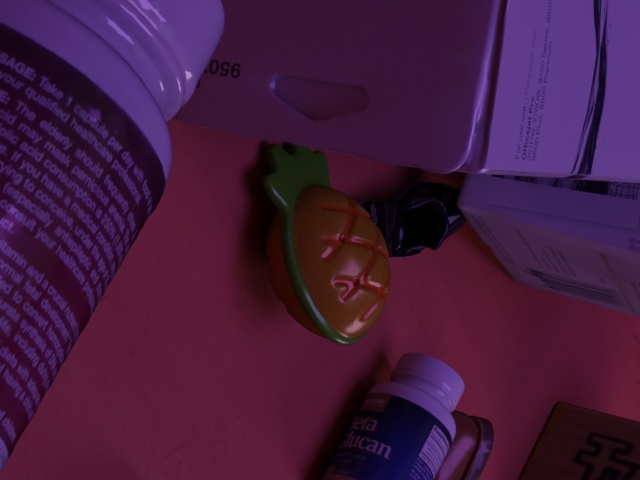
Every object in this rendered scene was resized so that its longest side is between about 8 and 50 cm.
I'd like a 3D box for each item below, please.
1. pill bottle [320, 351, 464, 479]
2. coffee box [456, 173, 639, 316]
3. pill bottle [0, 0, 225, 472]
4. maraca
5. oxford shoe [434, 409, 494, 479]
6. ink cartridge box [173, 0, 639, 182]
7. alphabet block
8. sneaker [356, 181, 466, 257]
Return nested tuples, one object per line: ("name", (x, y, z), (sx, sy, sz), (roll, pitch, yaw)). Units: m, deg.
("pill bottle", (0.070, 0.193, 1.873), (0.169, 0.094, 0.094), (-60, 145, -27))
("coffee box", (0.371, -0.104, 1.959), (0.337, 0.338, 0.334), (43, 64, -70))
("pill bottle", (-0.227, -0.020, 1.192), (0.392, 0.224, 0.224), (-62, 146, -23))
("maraca", (0.000, 0.000, 1.693), (0.127, 0.099, 0.185), (-31, 102, -62))
("oxford shoe", (0.100, 0.269, 1.994), (0.076, 0.076, 0.212), (22, 84, -28))
("ink cartridge box", (0.108, -0.146, 1.625), (0.395, 0.285, 0.166), (-1, 100, -59))
("alphabet block", (0.343, 0.327, 2.263), (0.193, 0.197, 0.192), (-59, 144, -28))
("sneaker", (0.092, -0.013, 1.847), (0.188, 0.078, 0.067), (-14, 112, -58))
